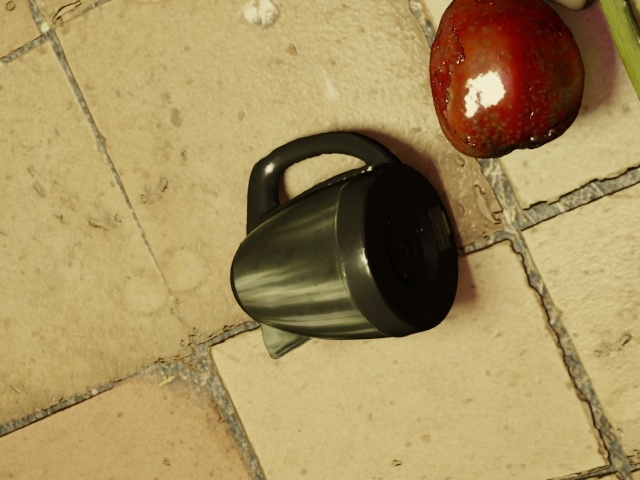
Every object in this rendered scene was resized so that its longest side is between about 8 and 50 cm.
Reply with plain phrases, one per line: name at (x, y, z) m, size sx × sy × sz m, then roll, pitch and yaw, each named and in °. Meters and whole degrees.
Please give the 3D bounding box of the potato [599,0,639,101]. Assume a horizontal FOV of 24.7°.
potato at (0.444, -0.248, 1.517) m, size 0.280 × 0.213 × 0.330 m, roll -25°, pitch 84°, yaw 11°

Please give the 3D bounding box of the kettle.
kettle at (-0.004, 0.013, 1.788) m, size 0.271 × 0.207 × 0.250 m, roll -15°, pitch 105°, yaw 36°

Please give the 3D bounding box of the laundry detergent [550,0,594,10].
laundry detergent at (0.231, -0.378, 1.630) m, size 0.237 × 0.076 × 0.171 m, roll 34°, pitch 114°, yaw 15°

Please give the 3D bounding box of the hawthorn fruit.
hawthorn fruit at (0.192, -0.208, 1.648) m, size 0.181 × 0.181 × 0.235 m, roll -24°, pitch 84°, yaw 29°
